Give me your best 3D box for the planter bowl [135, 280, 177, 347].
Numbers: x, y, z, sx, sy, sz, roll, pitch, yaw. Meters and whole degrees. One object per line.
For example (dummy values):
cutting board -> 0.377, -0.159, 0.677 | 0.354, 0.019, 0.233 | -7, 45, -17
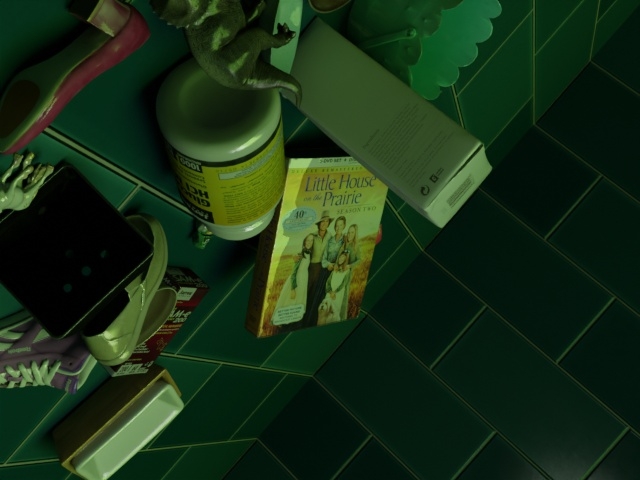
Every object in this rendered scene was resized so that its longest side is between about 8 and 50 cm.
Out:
planter bowl -> -0.360, 0.114, 1.521 | 0.162, 0.109, 0.162 | -43, 161, -19

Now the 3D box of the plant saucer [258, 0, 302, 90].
plant saucer -> -0.068, -0.335, 1.310 | 0.195, 0.037, 0.195 | 13, 90, -83

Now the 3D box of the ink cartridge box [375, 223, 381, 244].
ink cartridge box -> 0.008, 0.005, 2.037 | 0.237, 0.172, 0.100 | -43, 161, -15

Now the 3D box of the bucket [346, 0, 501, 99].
bucket -> 0.193, -0.420, 1.585 | 0.281, 0.183, 0.281 | -41, 160, -19

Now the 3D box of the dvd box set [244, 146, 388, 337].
dvd box set -> 0.000, 0.000, 1.845 | 0.307, 0.062, 0.421 | -6, 117, -39

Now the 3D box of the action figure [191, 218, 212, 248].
action figure -> -0.178, -0.076, 1.638 | 0.232, 0.063, 0.137 | -49, 165, 15

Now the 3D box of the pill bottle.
pill bottle -> -0.152, -0.136, 1.362 | 0.188, 0.188, 0.334 | -42, 160, -19

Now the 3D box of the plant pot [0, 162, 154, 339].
plant pot -> -0.367, 0.031, 1.245 | 0.187, 0.188, 0.167 | -45, 172, -12

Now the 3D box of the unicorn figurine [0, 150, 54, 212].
unicorn figurine -> -0.419, -0.067, 1.098 | 0.111, 0.060, 0.162 | -51, 161, 7

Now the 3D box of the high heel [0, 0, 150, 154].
high heel -> -0.310, -0.199, 1.048 | 0.244, 0.082, 0.117 | -61, 152, -3

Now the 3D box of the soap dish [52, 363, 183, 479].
soap dish -> -0.456, 0.406, 1.878 | 0.291, 0.118, 0.229 | -43, 161, -17

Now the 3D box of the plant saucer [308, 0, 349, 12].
plant saucer -> 0.037, -0.470, 1.361 | 0.198, 0.036, 0.199 | -42, 162, -18

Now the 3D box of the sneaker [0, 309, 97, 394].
sneaker -> -0.483, 0.207, 1.352 | 0.282, 0.161, 0.102 | -34, 158, -35

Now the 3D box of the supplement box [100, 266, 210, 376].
supplement box -> -0.348, 0.167, 1.714 | 0.239, 0.073, 0.130 | -52, 161, 9

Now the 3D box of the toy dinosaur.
toy dinosaur -> -0.132, -0.292, 1.141 | 0.160, 0.121, 0.313 | -45, 137, -16

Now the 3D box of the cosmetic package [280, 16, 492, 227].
cosmetic package -> 0.110, -0.209, 1.503 | 0.156, 0.385, 0.217 | -49, 164, 5

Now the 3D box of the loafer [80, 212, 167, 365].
loafer -> -0.327, 0.070, 1.376 | 0.092, 0.101, 0.269 | 60, 35, -63
